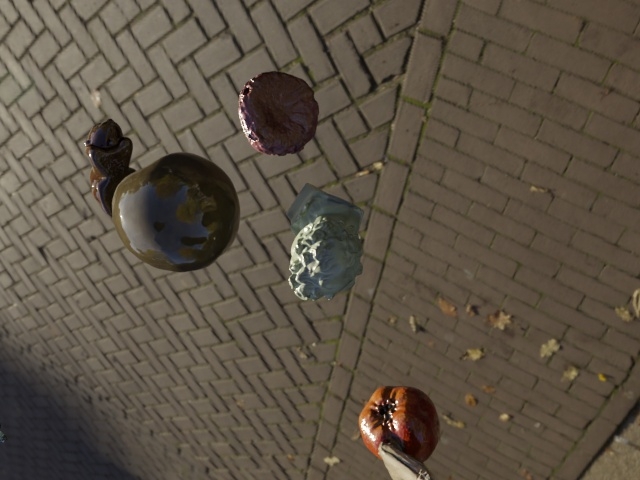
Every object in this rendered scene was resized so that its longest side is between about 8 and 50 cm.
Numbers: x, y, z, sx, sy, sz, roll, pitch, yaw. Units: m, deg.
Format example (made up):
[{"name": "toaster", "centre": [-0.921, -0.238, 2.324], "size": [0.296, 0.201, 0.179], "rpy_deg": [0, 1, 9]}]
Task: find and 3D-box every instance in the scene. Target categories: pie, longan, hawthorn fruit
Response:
[{"name": "pie", "centre": [-0.069, -0.218, 1.146], "size": [0.153, 0.153, 0.038], "rpy_deg": [48, 158, 0]}, {"name": "longan", "centre": [-0.281, -0.057, 1.309], "size": [0.248, 0.248, 0.248], "rpy_deg": [16, 124, 25]}, {"name": "hawthorn fruit", "centre": [0.223, 0.499, 1.750], "size": [0.207, 0.207, 0.243], "rpy_deg": [-4, 139, 35]}]

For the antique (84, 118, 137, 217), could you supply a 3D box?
[{"name": "antique", "centre": [-0.569, -0.202, 1.817], "size": [0.143, 0.121, 0.257], "rpy_deg": [44, 143, 41]}]

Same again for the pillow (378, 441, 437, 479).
[{"name": "pillow", "centre": [0.223, 0.563, 1.579], "size": [0.173, 0.067, 0.270], "rpy_deg": [29, 159, 38]}]

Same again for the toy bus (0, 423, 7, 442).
[{"name": "toy bus", "centre": [-0.747, 0.405, 1.457], "size": [0.060, 0.075, 0.123], "rpy_deg": [-27, 99, 39]}]

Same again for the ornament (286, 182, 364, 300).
[{"name": "ornament", "centre": [0.011, -0.010, 1.138], "size": [0.120, 0.285, 0.130], "rpy_deg": [29, 116, -14]}]
